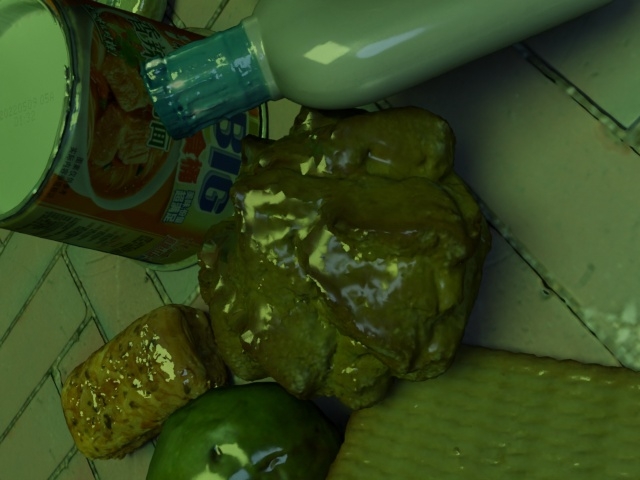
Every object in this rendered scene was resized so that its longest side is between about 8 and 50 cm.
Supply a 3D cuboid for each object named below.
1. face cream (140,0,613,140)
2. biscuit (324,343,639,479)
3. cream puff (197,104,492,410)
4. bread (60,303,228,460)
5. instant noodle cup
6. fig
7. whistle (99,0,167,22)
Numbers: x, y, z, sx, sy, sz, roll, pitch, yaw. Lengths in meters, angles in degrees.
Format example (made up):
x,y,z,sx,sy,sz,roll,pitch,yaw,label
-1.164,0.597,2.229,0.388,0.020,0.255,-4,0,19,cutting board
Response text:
x,y,z,sx,sy,sz,roll,pitch,yaw,label
0.037,-0.163,0.503,0.336,0.080,0.163,-22,43,1,face cream
0.126,0.154,0.476,0.254,0.029,0.172,4,51,37,biscuit
0.013,0.005,0.542,0.244,0.196,0.244,-4,61,8,cream puff
-0.194,0.155,0.744,0.211,0.083,0.114,-38,67,29,bread
-0.233,-0.115,0.724,0.296,0.214,0.297,-5,82,37,instant noodle cup
-0.085,0.205,0.601,0.233,0.167,0.167,-5,81,31,fig
-0.220,-0.333,0.841,0.104,0.057,0.198,13,93,43,whistle
